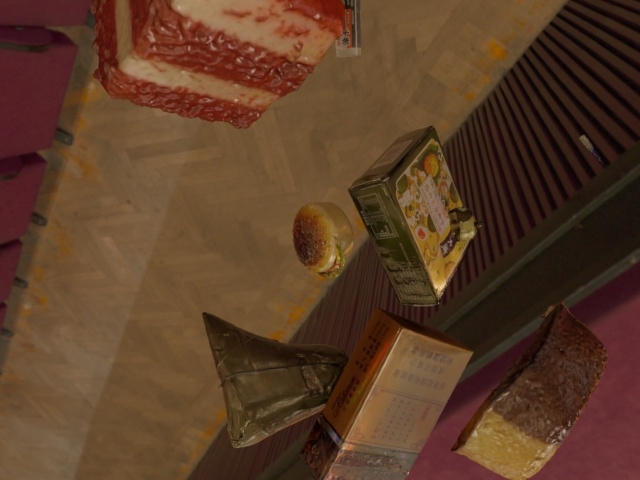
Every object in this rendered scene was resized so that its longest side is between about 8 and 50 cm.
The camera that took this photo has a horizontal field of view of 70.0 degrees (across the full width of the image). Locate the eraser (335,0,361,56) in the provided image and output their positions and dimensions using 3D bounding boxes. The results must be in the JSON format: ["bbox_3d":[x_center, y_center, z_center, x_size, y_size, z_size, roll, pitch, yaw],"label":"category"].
[{"bbox_3d":[0.056,-0.449,0.953,0.052,0.029,0.122,7,114,27],"label":"eraser"}]

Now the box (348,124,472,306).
[{"bbox_3d":[0.292,-0.079,1.369,0.138,0.373,0.420,-8,118,40],"label":"box"}]

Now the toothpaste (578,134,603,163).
[{"bbox_3d":[0.642,-0.213,1.080,0.015,0.024,0.083,-40,67,35],"label":"toothpaste"}]

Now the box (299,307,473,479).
[{"bbox_3d":[0.158,0.394,1.098,0.265,0.116,0.415,23,96,-32],"label":"box"}]

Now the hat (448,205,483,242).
[{"bbox_3d":[0.319,-0.036,1.007,0.059,0.077,0.076,-6,86,-1],"label":"hat"}]

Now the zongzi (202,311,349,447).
[{"bbox_3d":[-0.122,0.303,1.245,0.356,0.392,0.174,-24,155,2],"label":"zongzi"}]

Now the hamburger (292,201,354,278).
[{"bbox_3d":[0.000,0.000,0.824,0.127,0.082,0.141,3,111,56],"label":"hamburger"}]

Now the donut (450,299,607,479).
[{"bbox_3d":[0.301,0.232,0.648,0.112,0.151,0.294,33,100,22],"label":"donut"}]

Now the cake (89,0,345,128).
[{"bbox_3d":[-0.148,-0.361,0.675,0.320,0.270,0.269,-21,73,43],"label":"cake"}]
